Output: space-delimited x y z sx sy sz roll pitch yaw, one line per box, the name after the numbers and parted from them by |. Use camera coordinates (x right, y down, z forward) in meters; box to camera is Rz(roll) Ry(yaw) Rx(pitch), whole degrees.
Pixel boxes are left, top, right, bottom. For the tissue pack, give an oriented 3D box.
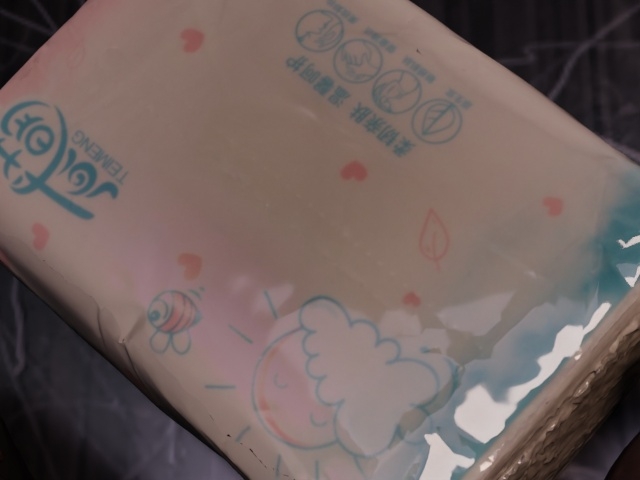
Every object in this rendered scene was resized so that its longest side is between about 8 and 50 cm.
0.002 -0.002 0.651 0.271 0.124 0.201 39 79 23 | tissue pack

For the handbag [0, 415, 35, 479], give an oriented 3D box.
-0.208 0.100 0.635 0.215 0.169 0.155 29 63 22 | handbag

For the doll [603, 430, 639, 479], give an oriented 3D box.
0.188 0.087 0.573 0.257 0.117 0.182 -44 97 -4 | doll
